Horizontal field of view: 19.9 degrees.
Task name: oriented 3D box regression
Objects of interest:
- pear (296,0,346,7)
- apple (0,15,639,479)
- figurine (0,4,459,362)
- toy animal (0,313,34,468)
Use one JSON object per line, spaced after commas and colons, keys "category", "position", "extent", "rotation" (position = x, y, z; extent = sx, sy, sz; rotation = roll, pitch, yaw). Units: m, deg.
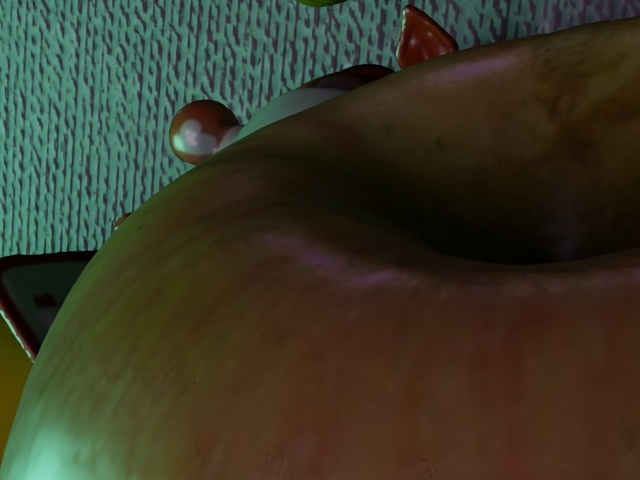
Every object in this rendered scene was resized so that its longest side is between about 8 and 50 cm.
{"category": "pear", "position": [-0.005, -0.168, 0.787], "extent": [0.107, 0.107, 0.131], "rotation": [-13, 100, 43]}
{"category": "apple", "position": [0.087, 0.125, 0.579], "extent": [0.391, 0.391, 0.347], "rotation": [6, 116, 42]}
{"category": "figurine", "position": [0.000, 0.000, 0.805], "extent": [0.226, 0.160, 0.183], "rotation": [-49, 66, 27]}
{"category": "toy animal", "position": [-0.191, 0.151, 0.973], "extent": [0.278, 0.345, 0.247], "rotation": [-65, 21, 7]}
